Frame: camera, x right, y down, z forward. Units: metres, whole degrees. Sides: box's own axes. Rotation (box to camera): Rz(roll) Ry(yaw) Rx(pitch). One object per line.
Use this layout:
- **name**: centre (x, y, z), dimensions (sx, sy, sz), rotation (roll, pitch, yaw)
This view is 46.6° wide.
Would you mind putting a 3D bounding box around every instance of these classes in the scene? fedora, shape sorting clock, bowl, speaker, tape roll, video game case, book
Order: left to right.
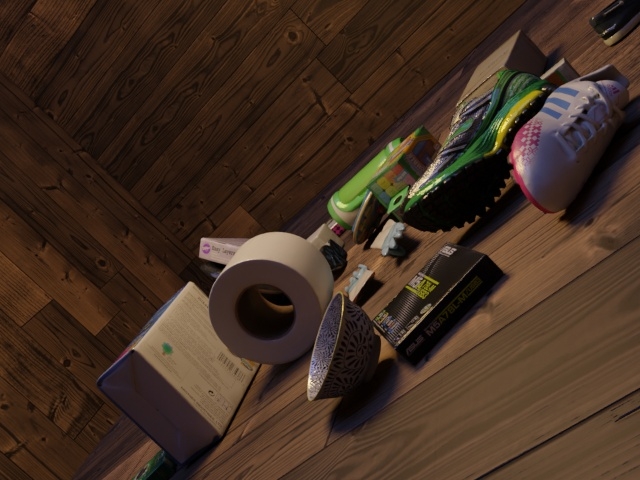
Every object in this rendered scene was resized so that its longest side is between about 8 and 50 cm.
- **fedora**: centre (-0.210, 0.160, 2.151), dimensions (0.334, 0.334, 0.152), rotation (-132, 54, -82)
- **tape roll**: centre (-0.102, 0.121, 1.604), dimensions (0.246, 0.246, 0.169), rotation (-42, 9, 21)
- **video game case**: centre (0.000, 0.000, 2.445), dimensions (0.232, 0.042, 0.210), rotation (-45, 8, 4)
- **bowl**: centre (0.042, 0.168, 1.119), dimensions (0.170, 0.080, 0.170), rotation (-164, 90, -82)
- **speaker**: centre (0.158, -0.160, 2.140), dimensions (0.296, 0.131, 0.131), rotation (-42, 9, 26)
- **shape sorting clock**: centre (0.141, -0.081, 1.888), dimensions (0.206, 0.040, 0.206), rotation (-54, -22, -33)
- **book**: centre (0.411, -0.243, 1.339), dimensions (0.144, 0.096, 0.035), rotation (-40, 10, 30)

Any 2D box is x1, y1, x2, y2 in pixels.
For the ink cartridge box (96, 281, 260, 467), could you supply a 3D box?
- **ink cartridge box**: centre (-0.296, 0.279, 1.712), dimensions (0.151, 0.270, 0.395), rotation (-38, 10, 25)

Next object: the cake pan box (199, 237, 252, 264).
- **cake pan box**: centre (-0.189, 0.043, 2.197), dimensions (0.246, 0.267, 0.070), rotation (4, -82, -61)

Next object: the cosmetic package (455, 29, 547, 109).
- **cosmetic package**: centre (0.453, -0.392, 1.839), dimensions (0.160, 0.113, 0.309), rotation (-40, 9, 35)

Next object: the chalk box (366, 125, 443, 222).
- **chalk box**: centre (0.208, -0.144, 1.760), dimensions (0.132, 0.132, 0.213), rotation (-37, 11, 46)

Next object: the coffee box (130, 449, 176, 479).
- **coffee box**: centre (-0.401, 0.554, 1.690), dimensions (0.184, 0.040, 0.113), rotation (-46, 8, 2)

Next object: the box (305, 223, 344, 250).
- **box**: centre (-0.001, 0.026, 2.146), dimensions (0.102, 0.087, 0.101), rotation (-41, 8, 26)

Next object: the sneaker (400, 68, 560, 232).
- **sneaker**: centre (0.269, -0.153, 1.306), dimensions (0.343, 0.134, 0.146), rotation (-44, 45, 3)

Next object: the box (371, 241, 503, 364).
- **box**: centre (0.166, 0.087, 1.111), dimensions (0.184, 0.045, 0.190), rotation (-48, 8, 0)

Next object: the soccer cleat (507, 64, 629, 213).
- **soccer cleat**: centre (0.369, -0.164, 1.074), dimensions (0.143, 0.116, 0.331), rotation (-39, 10, 41)

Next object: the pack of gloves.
- **pack of gloves**: centre (0.126, 0.050, 1.596), dimensions (0.195, 0.046, 0.232), rotation (-57, 4, 2)

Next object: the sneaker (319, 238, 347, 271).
- **sneaker**: centre (0.019, 0.059, 1.961), dimensions (0.081, 0.080, 0.211), rotation (-50, -3, 11)

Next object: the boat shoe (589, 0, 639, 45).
- **boat shoe**: centre (0.650, -0.510, 1.527), dimensions (0.254, 0.079, 0.095), rotation (-46, 7, -5)
